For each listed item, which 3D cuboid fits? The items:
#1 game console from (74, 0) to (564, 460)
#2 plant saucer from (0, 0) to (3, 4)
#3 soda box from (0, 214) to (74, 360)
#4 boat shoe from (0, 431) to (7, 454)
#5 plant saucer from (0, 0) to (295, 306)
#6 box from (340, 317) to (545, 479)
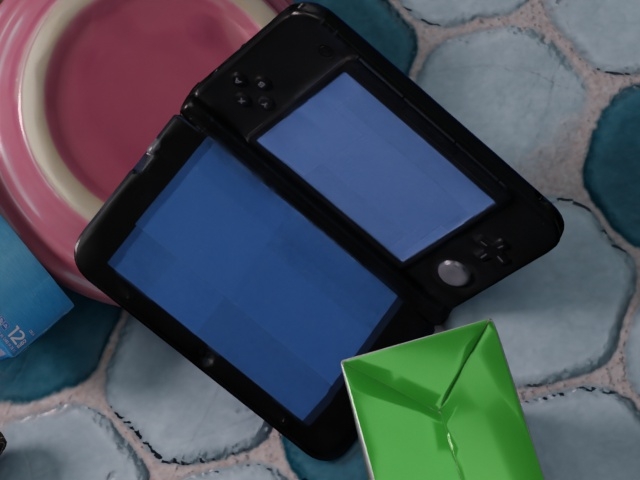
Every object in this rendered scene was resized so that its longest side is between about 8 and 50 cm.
[{"bbox_3d":[0.000,0.000,1.517,0.293,0.250,0.173,39,48,-15],"label":"game console"},{"bbox_3d":[-0.332,-0.339,1.770,0.278,0.041,0.278,5,72,-17],"label":"plant saucer"},{"bbox_3d":[-0.301,-0.001,1.568,0.071,0.067,0.210,-42,100,-23],"label":"soda box"},{"bbox_3d":[-0.307,0.238,1.573,0.066,0.066,0.183,32,84,12],"label":"boat shoe"},{"bbox_3d":[-0.136,-0.109,1.620,0.332,0.084,0.332,3,79,-13],"label":"plant saucer"},{"bbox_3d":[0.109,0.228,1.439,0.127,0.231,0.262,-16,67,0],"label":"box"}]
